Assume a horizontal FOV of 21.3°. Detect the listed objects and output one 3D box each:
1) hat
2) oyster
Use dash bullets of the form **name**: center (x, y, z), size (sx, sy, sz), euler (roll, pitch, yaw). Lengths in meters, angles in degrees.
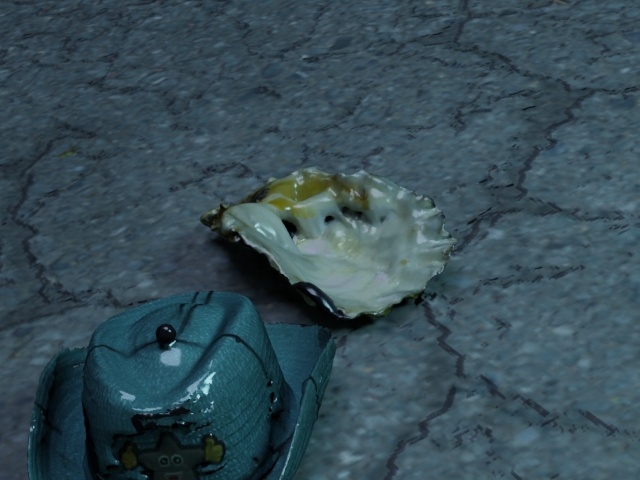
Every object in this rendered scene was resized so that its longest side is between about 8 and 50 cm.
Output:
- **hat**: center (-0.064, 0.065, 0.775), size (0.138, 0.078, 0.191), euler (-5, 30, 7)
- **oyster**: center (0.000, 0.000, 0.900), size (0.146, 0.045, 0.121), euler (0, 28, 5)
